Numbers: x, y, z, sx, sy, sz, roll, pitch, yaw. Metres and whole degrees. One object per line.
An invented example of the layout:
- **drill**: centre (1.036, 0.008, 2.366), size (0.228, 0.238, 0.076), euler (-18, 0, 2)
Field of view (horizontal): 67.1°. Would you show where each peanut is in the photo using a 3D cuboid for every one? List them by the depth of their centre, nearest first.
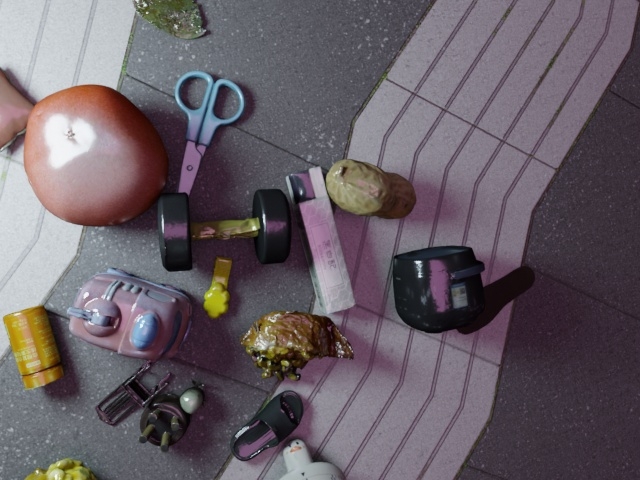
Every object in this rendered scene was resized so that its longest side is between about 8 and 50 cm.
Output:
- **peanut**: centre (0.152, -0.129, 1.355), size (0.291, 0.143, 0.159), euler (13, 44, -36)

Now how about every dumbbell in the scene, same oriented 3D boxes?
- **dumbbell**: centre (-0.250, -0.030, 1.262), size (0.322, 0.203, 0.204), euler (-4, 91, -16)

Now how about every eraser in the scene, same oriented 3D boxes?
- **eraser**: centre (0.000, 0.000, 1.377), size (0.096, 0.098, 0.404), euler (-15, 94, -13)

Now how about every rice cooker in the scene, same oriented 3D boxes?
- **rice cooker**: centre (0.336, 0.135, 1.376), size (0.267, 0.267, 0.225), euler (-11, 93, -12)

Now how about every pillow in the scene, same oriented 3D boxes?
- **pillow**: centre (-0.817, -0.330, 1.210), size (0.171, 0.075, 0.179), euler (-46, 102, -14)

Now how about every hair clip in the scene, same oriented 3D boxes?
- **hair clip**: centre (-0.280, 0.133, 1.344), size (0.072, 0.046, 0.173), euler (13, 90, -8)

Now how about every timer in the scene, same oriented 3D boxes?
- **timer**: centre (-0.035, 0.707, 1.349), size (0.233, 0.240, 0.234), euler (-10, 123, -15)

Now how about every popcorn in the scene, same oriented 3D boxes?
- **popcorn**: centre (-0.670, 0.665, 1.188), size (0.249, 0.225, 0.250), euler (5, 80, -27)

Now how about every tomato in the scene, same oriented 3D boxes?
- **tomato**: centre (-0.550, -0.201, 1.167), size (0.341, 0.273, 0.342), euler (0, 90, -13)

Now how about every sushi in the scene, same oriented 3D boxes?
- **sushi**: centre (-0.073, 0.291, 1.340), size (0.296, 0.167, 0.179), euler (8, 66, -19)

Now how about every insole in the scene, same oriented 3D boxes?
- **insole**: centre (0.558, 0.186, 1.545), size (0.327, 0.007, 0.111), euler (-33, 98, -10)

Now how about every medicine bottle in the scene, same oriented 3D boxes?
- **medicine bottle**: centre (-0.725, 0.267, 1.223), size (0.096, 0.096, 0.192), euler (-15, 93, -12)

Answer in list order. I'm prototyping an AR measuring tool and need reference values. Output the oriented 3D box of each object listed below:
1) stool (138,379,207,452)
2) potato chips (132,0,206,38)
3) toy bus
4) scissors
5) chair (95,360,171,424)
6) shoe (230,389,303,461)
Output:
- **stool**: centre (-0.392, 0.468, 1.287), size (0.217, 0.121, 0.125), euler (-35, 96, -5)
- **potato chips**: centre (-0.410, -0.631, 1.323), size (0.209, 0.026, 0.142), euler (45, 79, -9)
- **toy bus**: centre (-0.476, 0.195, 1.207), size (0.294, 0.232, 0.197), euler (21, 86, -11)
- **scissors**: centre (-0.350, -0.239, 1.336), size (0.192, 0.029, 0.448), euler (16, 89, -12)
- **chair**: centre (-0.502, 0.411, 1.269), size (0.212, 0.101, 0.084), euler (-41, 98, -10)
- **shoe**: centre (-0.144, 0.533, 1.353), size (0.241, 0.093, 0.108), euler (-38, 96, -8)
